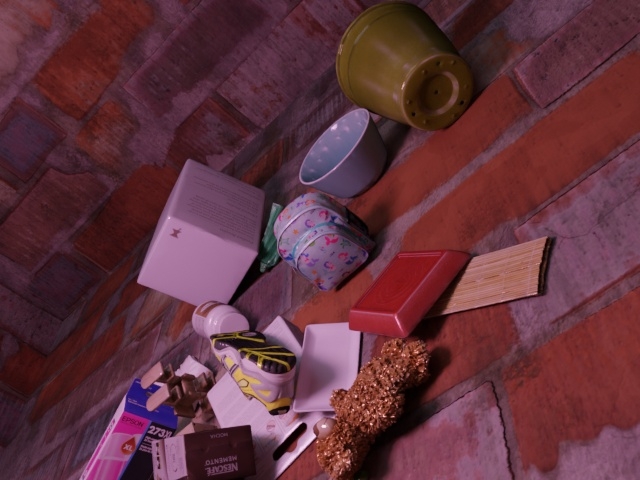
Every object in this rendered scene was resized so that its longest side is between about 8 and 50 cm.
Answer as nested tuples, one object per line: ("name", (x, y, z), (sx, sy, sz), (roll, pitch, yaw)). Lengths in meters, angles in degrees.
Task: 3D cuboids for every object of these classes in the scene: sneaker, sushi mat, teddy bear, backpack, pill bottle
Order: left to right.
("sneaker", (-0.455, 0.456, 2.291), (0.293, 0.108, 0.169), (-1, 51, 48))
("pill bottle", (-0.321, 0.270, 2.276), (0.131, 0.131, 0.229), (-57, 25, -14))
("sneaker", (-0.183, 0.320, 1.759), (0.385, 0.145, 0.147), (-162, 69, -64))
("backpack", (0.000, 0.000, 1.957), (0.225, 0.253, 0.191), (-42, 25, 17))
("teddy bear", (0.097, 0.330, 1.465), (0.338, 0.113, 0.245), (-45, 21, -1))
("sushi mat", (0.350, 0.085, 1.513), (0.317, 0.019, 0.151), (-21, 38, 49))

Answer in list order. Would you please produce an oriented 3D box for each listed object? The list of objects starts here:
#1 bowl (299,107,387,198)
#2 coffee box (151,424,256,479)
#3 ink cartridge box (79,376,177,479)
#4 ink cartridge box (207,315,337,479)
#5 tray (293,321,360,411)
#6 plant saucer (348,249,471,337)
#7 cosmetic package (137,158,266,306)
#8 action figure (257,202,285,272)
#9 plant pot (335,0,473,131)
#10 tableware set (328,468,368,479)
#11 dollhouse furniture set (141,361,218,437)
("bowl", (0.096, -0.259, 2.275), (0.311, 0.163, 0.311), (-40, 26, 24))
("coffee box", (-0.290, 0.526, 1.703), (0.297, 0.168, 0.118), (-34, 60, 58))
("ink cartridge box", (-0.550, 0.600, 2.065), (0.370, 0.176, 0.069), (-62, 25, 1))
("ink cartridge box", (-0.110, 0.422, 1.797), (0.308, 0.091, 0.385), (-47, 41, 6))
("tray", (0.022, 0.307, 1.693), (0.145, 0.030, 0.270), (-4, 40, 11))
("plant saucer", (0.192, 0.110, 1.648), (0.258, 0.047, 0.259), (-48, 17, -20))
("cosmetic package", (-0.417, -0.018, 2.527), (0.327, 0.330, 0.393), (-56, 18, 32))
("action figure", (-0.153, 0.004, 2.417), (0.232, 0.137, 0.063), (-64, 3, -10))
("plant pot", (0.280, -0.503, 2.144), (0.366, 0.366, 0.353), (-46, 36, 10))
("tableware set", (0.041, 0.529, 1.412), (0.104, 0.024, 0.154), (-12, 43, 50))
("dollhouse furniture set", (-0.404, 0.499, 2.005), (0.161, 0.212, 0.242), (-42, 50, 19))
